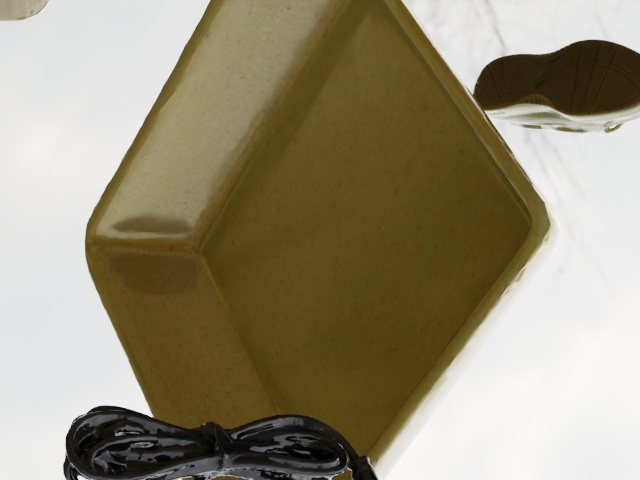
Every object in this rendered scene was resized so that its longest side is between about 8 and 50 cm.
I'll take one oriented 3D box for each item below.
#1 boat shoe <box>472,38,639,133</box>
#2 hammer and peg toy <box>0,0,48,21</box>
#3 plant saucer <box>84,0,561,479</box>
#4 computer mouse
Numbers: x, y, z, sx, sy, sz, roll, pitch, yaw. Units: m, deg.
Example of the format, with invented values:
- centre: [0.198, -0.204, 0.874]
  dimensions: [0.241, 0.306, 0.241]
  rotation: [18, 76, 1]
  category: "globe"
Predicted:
- centre: [0.166, -0.094, 1.111]
  dimensions: [0.153, 0.048, 0.056]
  rotation: [-1, -114, 50]
  category: "boat shoe"
- centre: [-0.210, -0.099, 0.362]
  dimensions: [0.361, 0.266, 0.127]
  rotation: [-24, -147, -5]
  category: "hammer and peg toy"
- centre: [0.000, 0.000, 1.033]
  dimensions: [0.333, 0.081, 0.332]
  rotation: [-57, -134, 31]
  category: "plant saucer"
- centre: [-0.009, 0.188, 0.765]
  dimensions: [0.060, 0.184, 0.262]
  rotation: [-52, -126, 30]
  category: "computer mouse"
